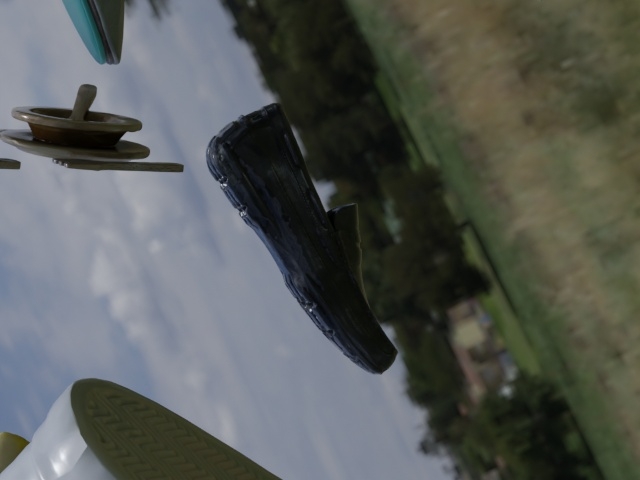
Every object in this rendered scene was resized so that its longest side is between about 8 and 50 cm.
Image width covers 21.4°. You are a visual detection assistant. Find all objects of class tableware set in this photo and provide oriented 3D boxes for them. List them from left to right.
[{"bbox_3d":[-0.182,-0.069,0.941,0.128,0.194,0.039,18,104,48],"label":"tableware set"}]

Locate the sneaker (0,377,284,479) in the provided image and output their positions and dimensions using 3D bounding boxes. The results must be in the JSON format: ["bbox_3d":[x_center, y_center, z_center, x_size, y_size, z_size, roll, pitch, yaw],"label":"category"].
[{"bbox_3d":[-0.032,0.186,0.633,0.292,0.169,0.108,37,-168,-26],"label":"sneaker"}]

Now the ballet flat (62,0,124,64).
[{"bbox_3d":[-0.169,-0.224,1.149,0.213,0.068,0.072,62,165,-14],"label":"ballet flat"}]

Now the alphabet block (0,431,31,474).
[{"bbox_3d":[-0.227,0.263,1.087,0.193,0.192,0.197,47,-141,-43],"label":"alphabet block"}]

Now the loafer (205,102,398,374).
[{"bbox_3d":[0.000,0.000,1.280,0.223,0.078,0.076,57,171,-7],"label":"loafer"}]
